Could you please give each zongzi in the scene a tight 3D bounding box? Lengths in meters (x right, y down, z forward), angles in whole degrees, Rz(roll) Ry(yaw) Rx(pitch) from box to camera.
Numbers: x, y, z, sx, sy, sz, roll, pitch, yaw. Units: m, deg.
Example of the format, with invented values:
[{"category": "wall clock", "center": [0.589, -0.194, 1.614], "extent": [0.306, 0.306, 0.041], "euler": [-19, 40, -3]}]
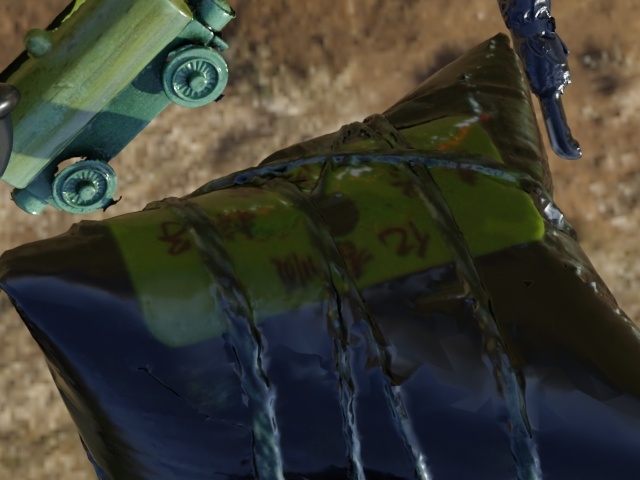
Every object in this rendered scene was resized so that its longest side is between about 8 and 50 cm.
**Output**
[{"category": "zongzi", "center": [0.053, 0.087, 0.991], "extent": [0.383, 0.362, 0.319], "euler": [-33, 144, -10]}]

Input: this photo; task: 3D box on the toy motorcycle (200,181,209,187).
[{"category": "toy motorcycle", "center": [0.000, 0.000, 1.525], "extent": [0.225, 0.073, 0.152], "euler": [-13, 105, 25]}]

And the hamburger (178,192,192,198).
[{"category": "hamburger", "center": [-0.197, 0.076, 2.313], "extent": [0.170, 0.290, 0.314], "euler": [37, 143, -4]}]

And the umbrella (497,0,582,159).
[{"category": "umbrella", "center": [0.234, -0.205, 1.867], "extent": [0.071, 0.248, 0.071], "euler": [-13, 179, 0]}]

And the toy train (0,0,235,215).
[{"category": "toy train", "center": [-0.230, -0.161, 1.768], "extent": [0.307, 0.126, 0.189], "euler": [-43, 122, 13]}]

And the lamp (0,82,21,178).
[{"category": "lamp", "center": [-0.392, -0.093, 1.636], "extent": [0.198, 0.197, 0.244], "euler": [11, 170, -25]}]

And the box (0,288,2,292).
[{"category": "box", "center": [-0.627, 0.088, 2.344], "extent": [0.283, 0.259, 0.214], "euler": [41, 130, 9]}]
